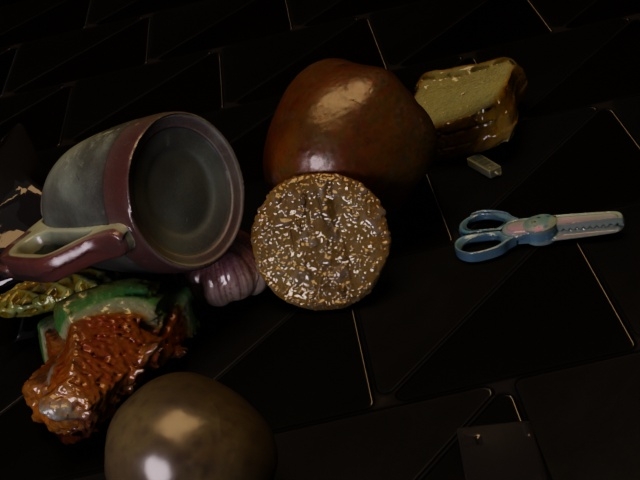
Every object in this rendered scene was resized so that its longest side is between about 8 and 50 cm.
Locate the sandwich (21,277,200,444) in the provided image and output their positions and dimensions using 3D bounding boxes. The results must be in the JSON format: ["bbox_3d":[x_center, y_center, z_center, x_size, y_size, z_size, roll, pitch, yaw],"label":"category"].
[{"bbox_3d":[-0.326,0.152,1.656,0.251,0.162,0.301,-10,28,13],"label":"sandwich"}]

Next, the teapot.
[{"bbox_3d":[-0.322,-0.036,1.756,0.312,0.233,0.315,-7,28,42],"label":"teapot"}]

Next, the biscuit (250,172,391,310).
[{"bbox_3d":[0.000,0.000,1.761,0.220,0.219,0.033,-5,-5,14],"label":"biscuit"}]

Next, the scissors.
[{"bbox_3d":[0.335,-0.017,1.795,0.256,0.030,0.125,-6,31,18],"label":"scissors"}]

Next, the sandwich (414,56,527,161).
[{"bbox_3d":[0.256,-0.238,2.124,0.226,0.087,0.251,-14,28,26],"label":"sandwich"}]

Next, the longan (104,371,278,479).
[{"bbox_3d":[-0.160,0.255,1.397,0.197,0.196,0.220,-30,39,-25],"label":"longan"}]

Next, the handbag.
[{"bbox_3d":[-0.583,-0.041,2.028,0.288,0.152,0.342,-30,46,-11],"label":"handbag"}]

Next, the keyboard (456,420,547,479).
[{"bbox_3d":[0.214,0.316,1.310,0.106,0.027,0.317,-7,31,4],"label":"keyboard"}]

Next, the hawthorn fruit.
[{"bbox_3d":[0.033,-0.138,1.893,0.268,0.268,0.300,21,74,44],"label":"hawthorn fruit"}]

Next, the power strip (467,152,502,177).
[{"bbox_3d":[0.283,-0.128,2.011,0.027,0.017,0.083,-26,32,-17],"label":"power strip"}]

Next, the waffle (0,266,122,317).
[{"bbox_3d":[-0.415,0.076,1.869,0.208,0.054,0.214,-17,9,9],"label":"waffle"}]

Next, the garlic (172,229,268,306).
[{"bbox_3d":[-0.158,0.037,1.832,0.147,0.102,0.159,-36,37,-31],"label":"garlic"}]
